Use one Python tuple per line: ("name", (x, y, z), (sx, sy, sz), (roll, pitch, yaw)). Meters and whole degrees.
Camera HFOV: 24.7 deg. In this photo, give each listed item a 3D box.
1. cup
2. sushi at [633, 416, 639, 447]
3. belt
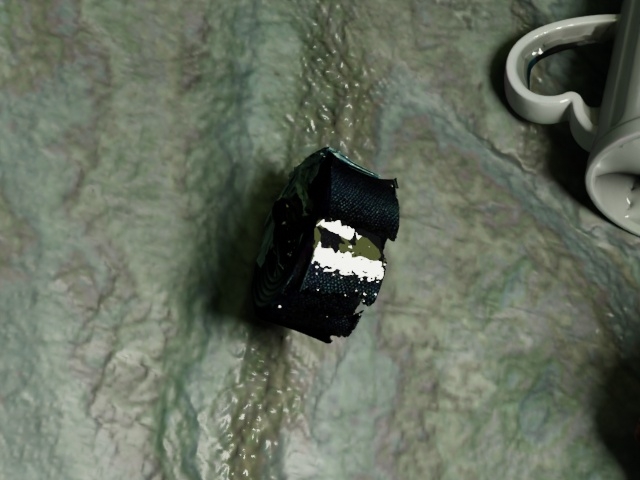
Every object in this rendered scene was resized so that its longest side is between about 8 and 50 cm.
("cup", (0.257, -0.124, 1.007), (0.221, 0.167, 0.202), (22, 62, -17))
("sushi", (0.323, 0.135, 0.884), (0.171, 0.270, 0.236), (-25, 70, -24))
("belt", (0.000, 0.000, 0.876), (0.058, 0.105, 0.140), (26, 20, -13))
